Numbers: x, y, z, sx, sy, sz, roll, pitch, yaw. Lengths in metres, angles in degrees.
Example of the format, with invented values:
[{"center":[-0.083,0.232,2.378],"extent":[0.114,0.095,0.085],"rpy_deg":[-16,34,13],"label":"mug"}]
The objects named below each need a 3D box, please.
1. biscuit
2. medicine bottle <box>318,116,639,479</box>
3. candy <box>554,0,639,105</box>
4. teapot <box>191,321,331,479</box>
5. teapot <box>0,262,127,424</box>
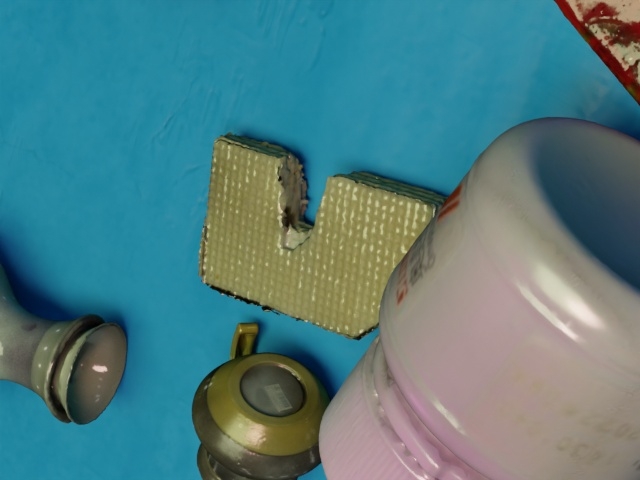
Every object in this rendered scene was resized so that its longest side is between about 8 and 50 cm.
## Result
[{"center":[0.000,0.000,1.447],"extent":[0.250,0.046,0.147],"rpy_deg":[17,111,35],"label":"biscuit"},{"center":[0.154,0.088,1.222],"extent":[0.241,0.241,0.302],"rpy_deg":[48,126,19],"label":"medicine bottle"},{"center":[0.236,-0.151,1.205],"extent":[0.086,0.059,0.292],"rpy_deg":[-38,77,20],"label":"candy"},{"center":[-0.057,0.155,1.499],"extent":[0.119,0.130,0.165],"rpy_deg":[109,155,-45],"label":"teapot"},{"center":[-0.325,0.099,1.664],"extent":[0.251,0.183,0.183],"rpy_deg":[16,112,22],"label":"teapot"}]
